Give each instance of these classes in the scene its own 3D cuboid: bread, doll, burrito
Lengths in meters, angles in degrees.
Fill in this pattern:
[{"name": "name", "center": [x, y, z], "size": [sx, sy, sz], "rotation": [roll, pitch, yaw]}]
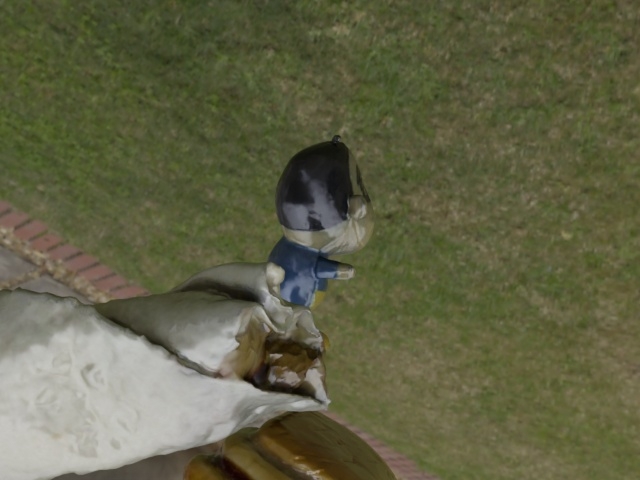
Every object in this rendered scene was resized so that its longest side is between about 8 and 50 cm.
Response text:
[{"name": "bread", "center": [-0.009, 0.166, 0.565], "size": [0.116, 0.077, 0.200], "rotation": [40, 179, 15]}, {"name": "doll", "center": [0.000, 0.000, 0.687], "size": [0.089, 0.179, 0.102], "rotation": [-3, -159, -31]}, {"name": "burrito", "center": [-0.192, 0.081, 0.426], "size": [0.392, 0.076, 0.117], "rotation": [-10, 123, 8]}]
